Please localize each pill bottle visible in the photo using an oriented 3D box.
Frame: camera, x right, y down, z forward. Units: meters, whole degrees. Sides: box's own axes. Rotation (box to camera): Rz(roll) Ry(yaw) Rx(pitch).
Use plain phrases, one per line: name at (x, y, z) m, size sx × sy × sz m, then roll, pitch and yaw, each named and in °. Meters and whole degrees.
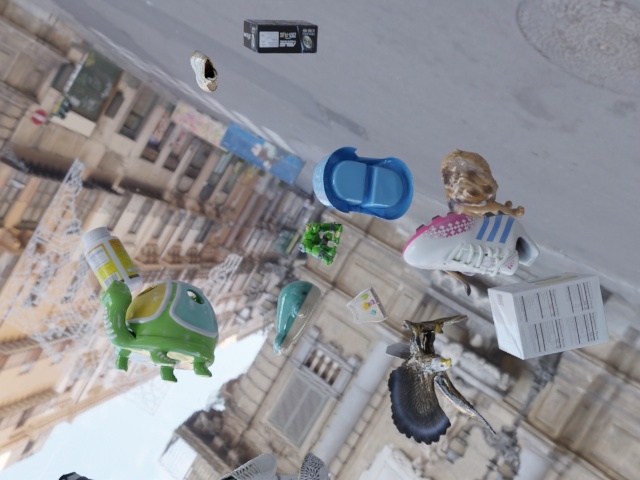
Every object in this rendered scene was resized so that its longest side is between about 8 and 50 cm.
pill bottle at (-0.654, 0.067, 1.918) m, size 0.215 × 0.117 × 0.117 m, roll 58°, pitch -174°, yaw 8°

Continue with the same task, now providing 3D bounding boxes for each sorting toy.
sorting toy at (0.104, 0.155, 1.432) m, size 0.083 × 0.075 × 0.045 m, roll 63°, pitch -172°, yaw -6°

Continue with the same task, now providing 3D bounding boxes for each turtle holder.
turtle holder at (-0.412, 0.219, 1.562) m, size 0.320 × 0.228 × 0.243 m, roll 16°, pitch 154°, yaw -22°

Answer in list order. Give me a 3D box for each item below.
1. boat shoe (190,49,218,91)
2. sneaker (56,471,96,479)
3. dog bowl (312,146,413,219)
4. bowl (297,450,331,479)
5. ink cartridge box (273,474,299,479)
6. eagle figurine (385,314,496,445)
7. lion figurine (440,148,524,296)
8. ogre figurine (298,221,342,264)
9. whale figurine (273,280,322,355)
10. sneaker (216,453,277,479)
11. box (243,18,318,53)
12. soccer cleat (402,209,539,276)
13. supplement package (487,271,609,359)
boat shoe at (-0.350, -0.514, 1.912) m, size 0.059 × 0.063 × 0.170 m, roll 26°, pitch 164°, yaw 19°
sneaker at (-0.587, 0.656, 1.456) m, size 0.153 × 0.099 × 0.282 m, roll 30°, pitch -173°, yaw -9°
dog bowl at (0.108, -0.143, 1.592) m, size 0.297 × 0.166 × 0.074 m, roll 7°, pitch 178°, yaw -34°
bowl at (-0.014, 0.760, 1.943) m, size 0.080 × 0.170 × 0.170 m, roll 6°, pitch 175°, yaw 15°
ink cartridge box at (-0.164, 0.889, 2.036) m, size 0.117 × 0.207 × 0.283 m, roll -18°, pitch 155°, yaw 26°
eagle figurine at (0.275, 0.337, 1.493) m, size 0.226 × 0.299 × 0.225 m, roll -14°, pitch 163°, yaw 14°
lion figurine at (0.388, -0.041, 1.682) m, size 0.240 × 0.392 × 0.142 m, roll 15°, pitch -162°, yaw -13°
ogre figurine at (0.000, 0.000, 1.942) m, size 0.118 × 0.197 × 0.097 m, roll 13°, pitch 147°, yaw 4°
whale figurine at (-0.105, 0.260, 2.137) m, size 0.141 × 0.272 × 0.216 m, roll 30°, pitch 157°, yaw 3°
sneaker at (-0.205, 0.629, 1.602) m, size 0.235 × 0.095 × 0.090 m, roll -30°, pitch -129°, yaw -35°
box at (-0.115, -0.579, 1.747) m, size 0.180 × 0.078 × 0.147 m, roll -7°, pitch -153°, yaw -20°
soccer cleat at (0.320, 0.016, 1.254) m, size 0.331 × 0.116 × 0.143 m, roll -11°, pitch -131°, yaw -35°
supplement package at (0.675, 0.219, 1.845) m, size 0.262 × 0.198 × 0.199 m, roll -11°, pitch -179°, yaw -4°
